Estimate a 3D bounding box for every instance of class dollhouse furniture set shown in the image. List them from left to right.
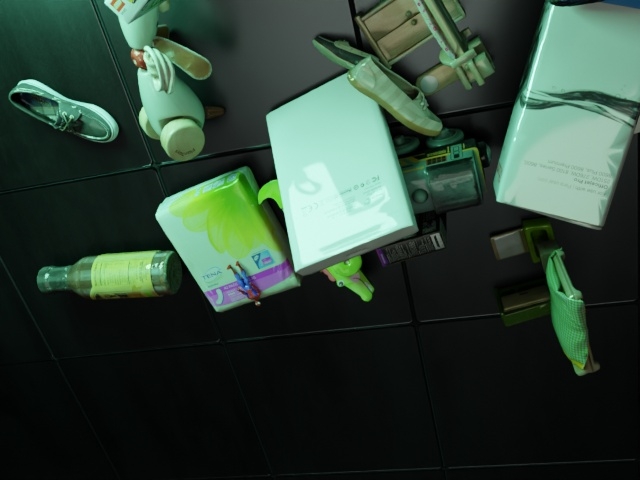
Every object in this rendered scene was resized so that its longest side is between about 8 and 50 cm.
[{"bbox_3d":[0.151,-0.318,1.039,0.173,0.355,0.303,-28,112,24],"label":"dollhouse furniture set"},{"bbox_3d":[0.427,0.116,1.272,0.151,0.301,0.198,-17,118,15],"label":"dollhouse furniture set"}]

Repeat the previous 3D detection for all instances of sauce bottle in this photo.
[{"bbox_3d":[-0.507,0.086,1.530,0.344,0.111,0.111,-4,119,14],"label":"sauce bottle"}]

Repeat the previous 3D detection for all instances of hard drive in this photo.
[{"bbox_3d":[0.029,-0.135,1.196,0.233,0.353,0.047,-22,153,20],"label":"hard drive"}]

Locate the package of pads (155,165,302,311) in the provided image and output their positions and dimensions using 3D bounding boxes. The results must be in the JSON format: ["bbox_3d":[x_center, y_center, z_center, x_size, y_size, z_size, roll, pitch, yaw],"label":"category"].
[{"bbox_3d":[-0.202,0.004,1.434,0.229,0.101,0.296,-19,114,18],"label":"package of pads"}]

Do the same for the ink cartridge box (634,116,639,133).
[{"bbox_3d":[0.498,-0.240,1.192,0.198,0.067,0.115,-13,117,18],"label":"ink cartridge box"}]

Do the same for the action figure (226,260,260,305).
[{"bbox_3d":[-0.164,0.100,1.408,0.038,0.030,0.115,-26,115,14],"label":"action figure"}]

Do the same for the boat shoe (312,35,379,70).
[{"bbox_3d":[0.046,-0.354,1.205,0.137,0.049,0.043,35,92,19],"label":"boat shoe"}]

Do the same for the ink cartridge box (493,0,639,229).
[{"bbox_3d":[0.406,-0.244,1.014,0.166,0.285,0.395,15,104,11],"label":"ink cartridge box"}]

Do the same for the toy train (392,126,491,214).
[{"bbox_3d":[0.168,-0.119,1.246,0.334,0.190,0.142,-11,117,15],"label":"toy train"}]

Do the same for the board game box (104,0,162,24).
[{"bbox_3d":[-0.223,-0.473,1.043,0.193,0.305,0.053,-38,110,27],"label":"board game box"}]

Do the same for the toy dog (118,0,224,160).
[{"bbox_3d":[-0.270,-0.312,1.223,0.220,0.161,0.334,54,156,20],"label":"toy dog"}]

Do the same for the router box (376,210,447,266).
[{"bbox_3d":[0.189,-0.024,1.304,0.133,0.179,0.046,-17,113,19],"label":"router box"}]

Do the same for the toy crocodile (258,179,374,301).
[{"bbox_3d":[0.000,0.000,1.374,0.105,0.115,0.340,-37,108,5],"label":"toy crocodile"}]

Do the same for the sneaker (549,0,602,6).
[{"bbox_3d":[0.397,-0.353,0.801,0.211,0.080,0.081,-4,99,15],"label":"sneaker"}]

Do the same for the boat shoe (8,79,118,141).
[{"bbox_3d":[-0.546,-0.267,1.350,0.228,0.076,0.080,29,120,-7],"label":"boat shoe"}]

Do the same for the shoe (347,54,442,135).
[{"bbox_3d":[0.150,-0.262,1.170,0.219,0.076,0.058,27,124,-26],"label":"shoe"}]
